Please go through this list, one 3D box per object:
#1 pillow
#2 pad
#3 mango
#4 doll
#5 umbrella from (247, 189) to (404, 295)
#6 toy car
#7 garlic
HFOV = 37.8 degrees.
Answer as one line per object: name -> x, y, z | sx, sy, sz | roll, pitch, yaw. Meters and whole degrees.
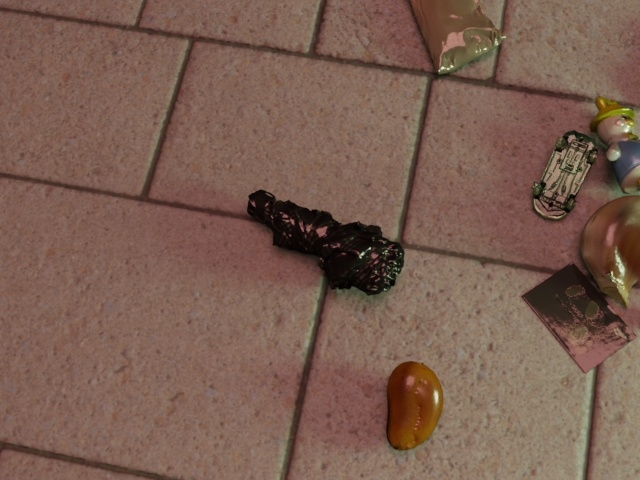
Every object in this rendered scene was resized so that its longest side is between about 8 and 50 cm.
pillow -> 0.290, -0.497, 2.028 | 0.173, 0.067, 0.270 | -18, 68, 1
pad -> 0.496, 0.146, 1.794 | 0.127, 0.004, 0.190 | -33, 70, -11
mango -> 0.170, 0.301, 1.704 | 0.105, 0.084, 0.159 | 7, 90, 6
doll -> 0.611, -0.186, 1.866 | 0.135, 0.099, 0.241 | -11, 63, -10
umbrella -> -0.004, 0.010, 1.813 | 0.337, 0.128, 0.154 | 17, 54, 15
toy car -> 0.488, -0.129, 1.875 | 0.093, 0.058, 0.186 | 25, 89, 14
garlic -> 0.604, -0.025, 1.815 | 0.266, 0.148, 0.128 | -45, 37, -10
